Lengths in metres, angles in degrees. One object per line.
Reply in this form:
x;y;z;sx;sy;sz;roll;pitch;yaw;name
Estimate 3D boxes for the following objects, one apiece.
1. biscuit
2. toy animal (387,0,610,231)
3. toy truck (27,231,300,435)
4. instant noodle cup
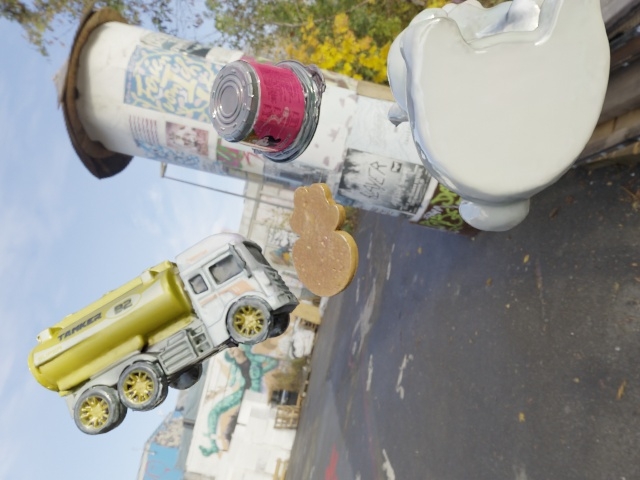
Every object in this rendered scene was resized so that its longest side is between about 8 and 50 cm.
0.001;0.000;1.093;0.044;0.201;0.289;-9;-94;-50;biscuit
0.188;-0.174;0.554;0.368;0.195;0.242;-84;-12;-62;toy animal
-0.139;0.078;0.389;0.114;0.226;0.098;60;-179;10;toy truck
-0.151;-0.324;1.040;0.302;0.181;0.259;-45;63;36;instant noodle cup
